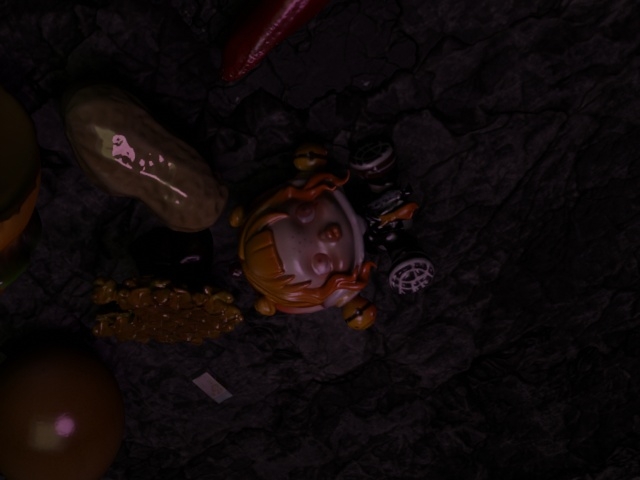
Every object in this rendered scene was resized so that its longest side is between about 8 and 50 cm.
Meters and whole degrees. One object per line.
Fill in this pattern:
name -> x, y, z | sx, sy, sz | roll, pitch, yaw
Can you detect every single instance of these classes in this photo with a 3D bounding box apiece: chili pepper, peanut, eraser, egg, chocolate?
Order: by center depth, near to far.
chili pepper -> -0.023, -0.372, 1.458 | 0.110, 0.110, 0.387 | 36, 116, -28
peanut -> -0.276, -0.125, 1.583 | 0.152, 0.152, 0.313 | -39, 123, 20
chocolate -> -0.254, 0.046, 1.753 | 0.149, 0.080, 0.125 | -10, 126, -1
egg -> -0.477, 0.328, 1.828 | 0.250, 0.250, 0.322 | -1, 130, -6
eraser -> -0.208, 0.281, 1.967 | 0.038, 0.019, 0.083 | -32, 124, 15

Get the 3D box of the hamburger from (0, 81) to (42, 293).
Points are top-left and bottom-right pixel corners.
hamburger -> -0.607, -0.067, 1.446 | 0.396, 0.395, 0.277 | 15, 135, -16

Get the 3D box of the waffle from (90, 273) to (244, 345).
waffle -> -0.263, 0.117, 1.739 | 0.260, 0.069, 0.293 | 5, 161, -13

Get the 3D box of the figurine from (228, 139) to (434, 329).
figurine -> 0.002, 0.000, 1.678 | 0.323, 0.196, 0.319 | -15, 84, -5

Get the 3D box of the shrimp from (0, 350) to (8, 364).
shrimp -> -0.656, 0.260, 1.896 | 0.148, 0.035, 0.195 | 33, 115, -29
